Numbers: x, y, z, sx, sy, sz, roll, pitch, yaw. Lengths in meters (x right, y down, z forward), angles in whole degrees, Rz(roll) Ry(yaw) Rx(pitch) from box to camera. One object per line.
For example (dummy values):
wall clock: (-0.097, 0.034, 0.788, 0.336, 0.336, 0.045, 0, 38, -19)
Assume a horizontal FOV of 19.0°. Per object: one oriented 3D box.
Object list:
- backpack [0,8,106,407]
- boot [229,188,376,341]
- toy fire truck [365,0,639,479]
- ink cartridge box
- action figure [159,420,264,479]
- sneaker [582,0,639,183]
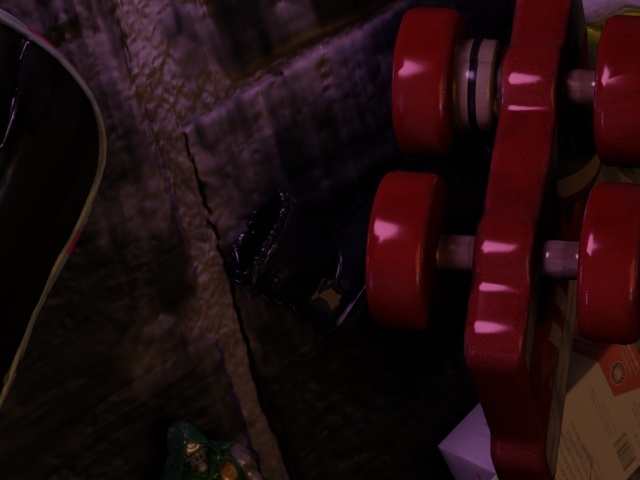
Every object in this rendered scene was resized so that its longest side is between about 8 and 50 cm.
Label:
backpack: (-0.239, -0.016, 0.957, 0.225, 0.191, 0.253, 28, 93, -44)
boot: (0.000, 0.000, 1.262, 0.099, 0.045, 0.121, 37, 79, -35)
toy fire truck: (0.142, -0.012, 1.283, 0.254, 0.169, 0.302, 70, 27, -60)
ink cartridge box: (0.164, 0.161, 1.434, 0.198, 0.067, 0.115, -43, 127, -22)
action figure: (-0.053, 0.213, 1.279, 0.137, 0.063, 0.232, -36, 121, -21)
sneaker: (0.237, -0.165, 1.389, 0.126, 0.091, 0.240, -34, 120, -58)
